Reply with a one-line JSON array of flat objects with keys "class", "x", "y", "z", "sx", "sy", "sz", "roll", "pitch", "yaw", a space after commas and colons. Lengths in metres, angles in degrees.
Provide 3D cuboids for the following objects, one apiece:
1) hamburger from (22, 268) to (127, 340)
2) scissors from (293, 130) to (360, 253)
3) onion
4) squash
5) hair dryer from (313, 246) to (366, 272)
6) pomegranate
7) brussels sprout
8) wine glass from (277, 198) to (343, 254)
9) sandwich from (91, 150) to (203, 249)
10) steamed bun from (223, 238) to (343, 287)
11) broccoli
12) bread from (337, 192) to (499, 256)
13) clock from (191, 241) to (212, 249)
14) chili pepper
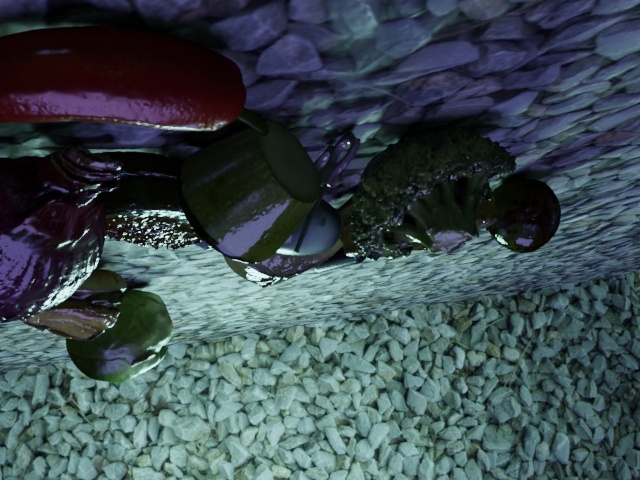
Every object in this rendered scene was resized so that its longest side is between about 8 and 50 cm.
[{"class": "hamburger", "x": -0.505, "y": 0.101, "z": 1.424, "sx": 0.208, "sy": 0.135, "sz": 0.155, "roll": 20, "pitch": 134, "yaw": -39}, {"class": "scissors", "x": -0.001, "y": -0.062, "z": 0.954, "sx": 0.015, "sy": 0.189, "sz": 0.100, "roll": 33, "pitch": 149, "yaw": -24}, {"class": "onion", "x": -0.355, "y": 0.004, "z": 0.803, "sx": 0.267, "sy": 0.159, "sz": 0.349, "roll": 22, "pitch": 156, "yaw": -40}, {"class": "squash", "x": -0.079, "y": -0.066, "z": 0.911, "sx": 0.123, "sy": 0.170, "sz": 0.170, "roll": -31, "pitch": 158, "yaw": 27}, {"class": "hair dryer", "x": -0.002, "y": 0.000, "z": 1.483, "sx": 0.114, "sy": 0.070, "sz": 0.248, "roll": -15, "pitch": 158, "yaw": 25}, {"class": "pomegranate", "x": 0.371, "y": -0.043, "z": 1.378, "sx": 0.149, "sy": 0.148, "sz": 0.169, "roll": -4, "pitch": 164, "yaw": -23}, {"class": "brussels sprout", "x": -0.476, "y": 0.223, "z": 1.714, "sx": 0.244, "sy": 0.244, "sz": 0.244, "roll": -9, "pitch": 167, "yaw": -2}, {"class": "wine glass", "x": -0.049, "y": -0.033, "z": 1.155, "sx": 0.111, "sy": 0.111, "sz": 0.204, "roll": -16, "pitch": 165, "yaw": 26}, {"class": "sandwich", "x": -0.228, "y": -0.041, "z": 0.953, "sx": 0.159, "sy": 0.079, "sz": 0.235, "roll": -35, "pitch": 144, "yaw": 24}, {"class": "steamed bun", "x": -0.096, "y": 0.024, "z": 1.319, "sx": 0.231, "sy": 0.110, "sz": 0.212, "roll": -27, "pitch": 149, "yaw": 35}, {"class": "broccoli", "x": 0.160, "y": -0.064, "z": 1.039, "sx": 0.226, "sy": 0.176, "sz": 0.198, "roll": 6, "pitch": 152, "yaw": 12}, {"class": "bread", "x": 0.166, "y": -0.049, "z": 1.272, "sx": 0.234, "sy": 0.110, "sz": 0.184, "roll": -2, "pitch": 162, "yaw": -39}, {"class": "clock", "x": -0.188, "y": -0.030, "z": 1.134, "sx": 0.117, "sy": 0.080, "sz": 0.176, "roll": -13, "pitch": 168, "yaw": 17}, {"class": "chili pepper", "x": -0.206, "y": -0.140, "z": 0.652, "sx": 0.369, "sy": 0.091, "sz": 0.137, "roll": 2, "pitch": 170, "yaw": -21}]
